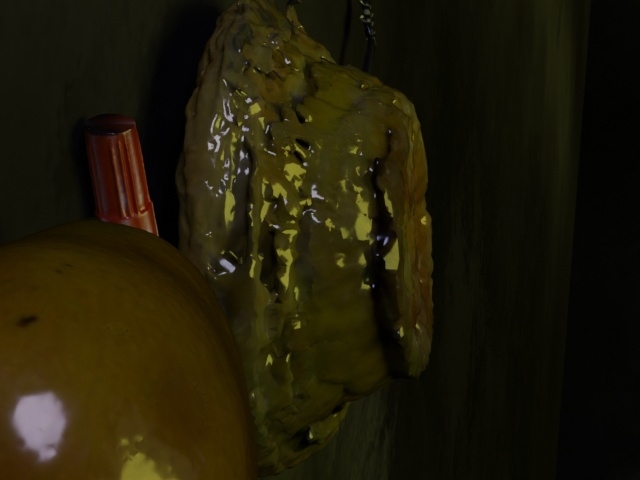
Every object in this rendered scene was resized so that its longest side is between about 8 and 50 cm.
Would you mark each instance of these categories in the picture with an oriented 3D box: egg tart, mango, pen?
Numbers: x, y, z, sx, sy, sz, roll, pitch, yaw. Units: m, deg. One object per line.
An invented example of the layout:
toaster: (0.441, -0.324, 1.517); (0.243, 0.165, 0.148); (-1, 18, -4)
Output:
egg tart: (0.000, 0.000, 1.009); (0.294, 0.123, 0.294); (1, 90, -80)
mango: (-0.086, 0.085, 0.616); (0.254, 0.139, 0.175); (-38, 135, -81)
pen: (-0.084, 0.050, 0.860); (0.028, 0.028, 0.239); (-68, 155, -58)

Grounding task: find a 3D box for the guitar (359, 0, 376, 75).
guitar: (0.021, -0.088, 1.315); (0.088, 0.025, 0.233); (70, 23, -56)
